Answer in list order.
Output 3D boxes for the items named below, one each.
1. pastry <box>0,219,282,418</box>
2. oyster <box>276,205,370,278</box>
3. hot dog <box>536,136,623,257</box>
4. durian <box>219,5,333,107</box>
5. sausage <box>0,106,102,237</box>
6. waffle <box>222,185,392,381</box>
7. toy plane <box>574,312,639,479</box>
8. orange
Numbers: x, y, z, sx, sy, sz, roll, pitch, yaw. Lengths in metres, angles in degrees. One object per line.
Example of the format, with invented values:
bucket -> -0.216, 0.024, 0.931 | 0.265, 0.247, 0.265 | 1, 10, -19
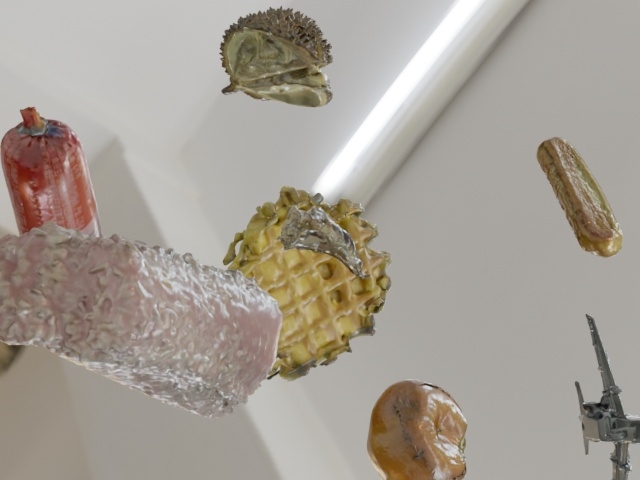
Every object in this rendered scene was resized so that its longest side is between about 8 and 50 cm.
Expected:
pastry -> -0.120, 0.054, 0.933 | 0.112, 0.265, 0.103 | -22, -118, 36
oyster -> 0.000, -0.001, 1.473 | 0.105, 0.177, 0.056 | 28, -95, 23
hot dog -> 0.325, -0.051, 1.659 | 0.216, 0.066, 0.047 | -108, -155, -47
durian -> -0.038, -0.168, 1.213 | 0.140, 0.110, 0.071 | -16, -150, 47
sausage -> -0.227, -0.014, 1.142 | 0.274, 0.074, 0.074 | 91, 7, -52
waffle -> -0.013, 0.062, 1.830 | 0.060, 0.262, 0.280 | -6, -116, 59
toy plane -> 0.293, 0.185, 1.319 | 0.226, 0.058, 0.226 | 49, 34, -87
orange -> 0.064, 0.141, 0.939 | 0.062, 0.086, 0.086 | -26, -141, 32
